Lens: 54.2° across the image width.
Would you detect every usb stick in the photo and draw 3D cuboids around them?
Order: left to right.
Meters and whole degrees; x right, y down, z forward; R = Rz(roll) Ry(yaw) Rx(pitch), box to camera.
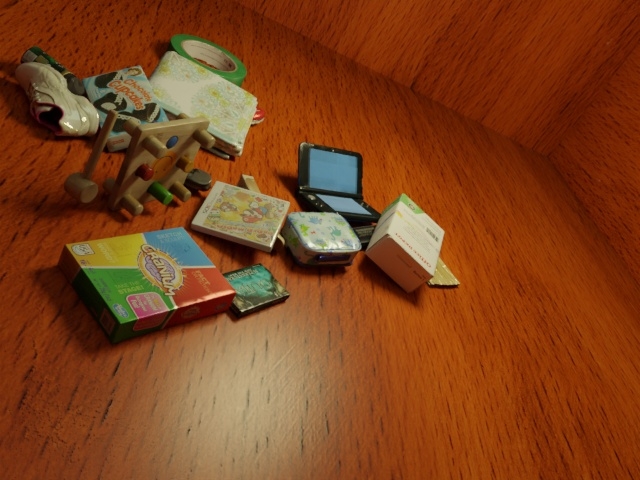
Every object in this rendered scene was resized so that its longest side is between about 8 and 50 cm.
[{"bbox_3d":[0.149,-0.013,2.062,0.278,0.045,0.077,-8,54,-48],"label":"usb stick"}]

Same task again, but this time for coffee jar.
[{"bbox_3d":[-0.793,-0.491,1.861,0.184,0.079,0.096,38,-8,10],"label":"coffee jar"}]

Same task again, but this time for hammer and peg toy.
[{"bbox_3d":[-0.438,-0.191,1.569,0.127,0.266,0.361,40,30,15],"label":"hammer and peg toy"}]

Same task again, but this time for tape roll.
[{"bbox_3d":[-0.457,-0.709,2.510,0.321,0.077,0.321,23,30,-14],"label":"tape roll"}]

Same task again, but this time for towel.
[{"bbox_3d":[-0.407,-0.455,2.116,0.374,0.090,0.320,27,42,-15],"label":"towel"}]

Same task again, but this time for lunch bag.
[{"bbox_3d":[0.000,0.000,1.847,0.219,0.090,0.176,-1,43,-35],"label":"lunch bag"}]

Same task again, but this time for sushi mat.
[{"bbox_3d":[0.352,0.047,2.181,0.151,0.019,0.316,6,39,-39],"label":"sushi mat"}]

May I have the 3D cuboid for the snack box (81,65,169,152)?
[{"bbox_3d":[-0.584,-0.401,1.875,0.187,0.060,0.322,-20,51,-18],"label":"snack box"}]

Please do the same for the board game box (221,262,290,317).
[{"bbox_3d":[-0.178,0.123,1.580,0.126,0.026,0.186,44,32,21],"label":"board game box"}]

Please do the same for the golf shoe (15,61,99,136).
[{"bbox_3d":[-0.759,-0.395,1.739,0.306,0.115,0.140,38,34,13],"label":"golf shoe"}]

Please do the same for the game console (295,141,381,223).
[{"bbox_3d":[0.076,-0.192,2.119,0.293,0.173,0.250,3,26,-38],"label":"game console"}]

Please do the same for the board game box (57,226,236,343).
[{"bbox_3d":[-0.382,0.087,1.409,0.242,0.064,0.316,46,33,23],"label":"board game box"}]

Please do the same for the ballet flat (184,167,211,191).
[{"bbox_3d":[-0.430,-0.209,1.825,0.250,0.058,0.084,27,51,3],"label":"ballet flat"}]

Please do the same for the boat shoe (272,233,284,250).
[{"bbox_3d":[-0.167,-0.037,1.790,0.170,0.063,0.059,35,36,8],"label":"boat shoe"}]

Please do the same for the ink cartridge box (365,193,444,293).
[{"bbox_3d":[0.276,0.006,2.013,0.201,0.117,0.278,42,34,-9],"label":"ink cartridge box"}]

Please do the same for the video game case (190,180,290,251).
[{"bbox_3d":[-0.218,-0.071,1.743,0.227,0.026,0.206,17,42,1],"label":"video game case"}]

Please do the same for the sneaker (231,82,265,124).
[{"bbox_3d":[-0.324,-0.517,2.302,0.279,0.118,0.107,18,33,-22],"label":"sneaker"}]

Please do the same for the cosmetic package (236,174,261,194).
[{"bbox_3d":[-0.217,-0.142,1.904,0.041,0.060,0.115,8,39,-35],"label":"cosmetic package"}]
